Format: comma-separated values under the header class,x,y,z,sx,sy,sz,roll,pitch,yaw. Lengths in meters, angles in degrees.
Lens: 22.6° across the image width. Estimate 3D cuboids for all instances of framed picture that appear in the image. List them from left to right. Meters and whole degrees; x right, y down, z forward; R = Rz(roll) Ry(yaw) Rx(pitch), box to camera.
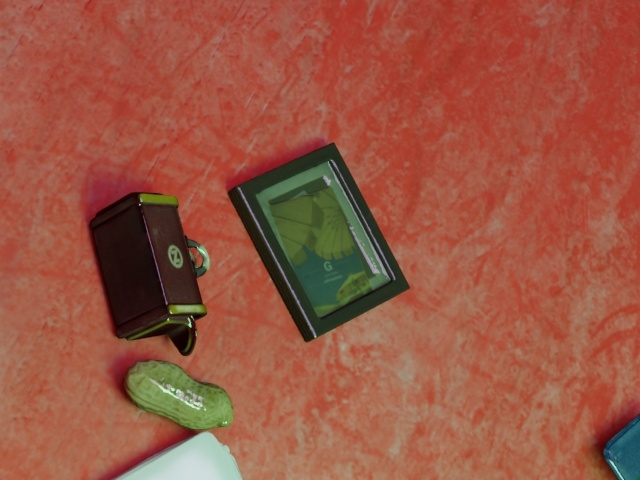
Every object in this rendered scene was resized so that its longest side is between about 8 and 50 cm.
class,x,y,z,sx,sy,sz,roll,pitch,yaw
framed picture,0.000,0.000,1.597,0.128,0.023,0.168,-26,87,-31

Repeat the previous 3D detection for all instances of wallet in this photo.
class,x,y,z,sx,sy,sz,roll,pitch,yaw
wallet,-0.149,0.245,1.438,0.190,0.033,0.095,-31,91,-30

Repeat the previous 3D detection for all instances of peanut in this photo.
class,x,y,z,sx,sy,sz,roll,pitch,yaw
peanut,-0.129,0.142,1.472,0.113,0.054,0.054,26,64,-21

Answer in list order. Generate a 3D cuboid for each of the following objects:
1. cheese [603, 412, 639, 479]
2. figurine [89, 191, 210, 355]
class,x,y,z,sx,sy,sz,roll,pitch,yaw
cheese,0.407,0.324,1.665,0.204,0.083,0.320,-34,92,-31
figurine,-0.144,0.034,1.493,0.098,0.082,0.154,-7,77,-48
